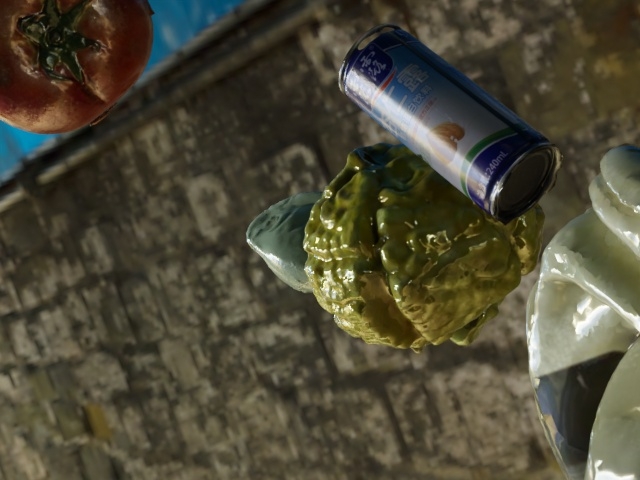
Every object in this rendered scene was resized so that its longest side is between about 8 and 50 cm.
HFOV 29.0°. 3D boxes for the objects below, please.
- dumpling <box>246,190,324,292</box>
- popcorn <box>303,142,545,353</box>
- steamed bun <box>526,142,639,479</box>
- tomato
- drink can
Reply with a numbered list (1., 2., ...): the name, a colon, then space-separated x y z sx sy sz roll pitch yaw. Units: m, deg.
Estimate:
1. dumpling: -0.003 0.013 1.796 0.153 0.219 0.108 -43 -30 -34
2. popcorn: 0.115 0.007 1.401 0.258 0.270 0.224 15 31 -22
3. steamed bun: 0.272 0.109 0.766 0.347 0.394 0.237 30 62 34
4. tomato: -0.287 -0.219 1.317 0.225 0.225 0.085 -21 15 -4
5. drink can: 0.128 -0.121 1.248 0.097 0.235 0.097 -32 -33 -24
